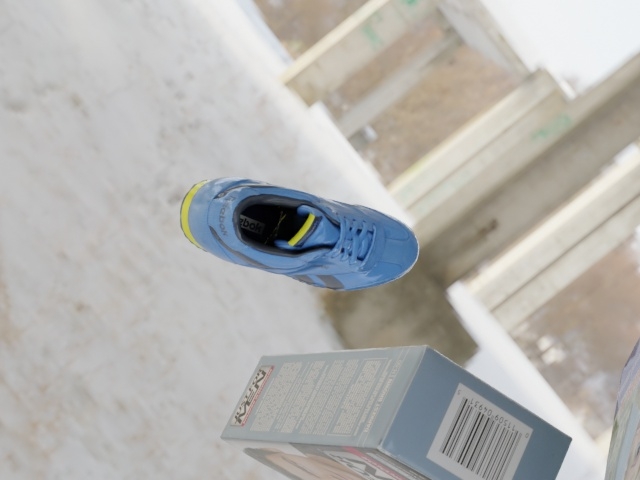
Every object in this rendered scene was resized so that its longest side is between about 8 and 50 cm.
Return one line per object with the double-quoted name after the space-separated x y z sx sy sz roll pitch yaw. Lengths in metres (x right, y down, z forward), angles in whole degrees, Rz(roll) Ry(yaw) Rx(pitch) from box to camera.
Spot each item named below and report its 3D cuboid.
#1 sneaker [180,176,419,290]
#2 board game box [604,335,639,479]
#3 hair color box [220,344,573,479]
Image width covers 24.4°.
0.000 0.000 1.103 0.209 0.069 0.082 12 -2 -34 "sneaker"
0.307 0.149 1.233 0.066 0.318 0.318 16 -41 4 "board game box"
0.063 0.202 1.511 0.185 0.113 0.374 33 -18 -19 "hair color box"
